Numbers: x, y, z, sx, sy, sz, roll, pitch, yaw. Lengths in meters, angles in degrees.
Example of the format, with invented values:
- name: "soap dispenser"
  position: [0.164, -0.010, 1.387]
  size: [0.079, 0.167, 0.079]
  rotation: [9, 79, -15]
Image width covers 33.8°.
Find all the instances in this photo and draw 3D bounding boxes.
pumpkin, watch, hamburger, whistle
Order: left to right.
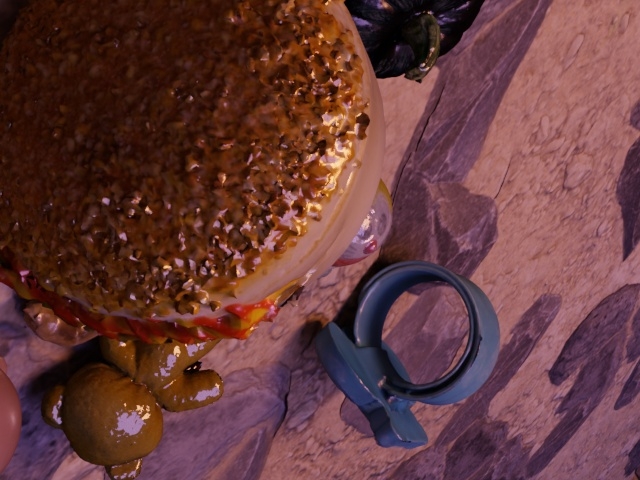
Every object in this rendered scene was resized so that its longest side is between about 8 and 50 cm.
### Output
- name: "hamburger"
  position: [-0.095, -0.073, 0.707]
  size: [0.179, 0.276, 0.294]
  rotation: [16, 92, -69]
- name: "whistle"
  position: [0.000, 0.000, 1.065]
  size: [0.123, 0.123, 0.223]
  rotation: [-17, 149, -43]
- name: "pumpkin"
  position: [0.057, -0.216, 0.875]
  size: [0.194, 0.150, 0.194]
  rotation: [-55, 169, -15]
- name: "watch"
  position: [0.120, 0.129, 1.268]
  size: [0.193, 0.211, 0.211]
  rotation: [-39, 151, 14]

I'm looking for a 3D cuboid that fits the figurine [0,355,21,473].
- name: "figurine"
  position: [-0.298, 0.146, 0.830]
  size: [0.125, 0.125, 0.138]
  rotation: [-54, 161, 5]

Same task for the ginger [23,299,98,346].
- name: "ginger"
  position: [-0.196, 0.013, 0.875]
  size: [0.133, 0.059, 0.214]
  rotation: [-30, 142, -18]

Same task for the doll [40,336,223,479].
- name: "doll"
  position: [-0.164, 0.117, 0.998]
  size: [0.137, 0.097, 0.209]
  rotation: [44, 75, -21]
